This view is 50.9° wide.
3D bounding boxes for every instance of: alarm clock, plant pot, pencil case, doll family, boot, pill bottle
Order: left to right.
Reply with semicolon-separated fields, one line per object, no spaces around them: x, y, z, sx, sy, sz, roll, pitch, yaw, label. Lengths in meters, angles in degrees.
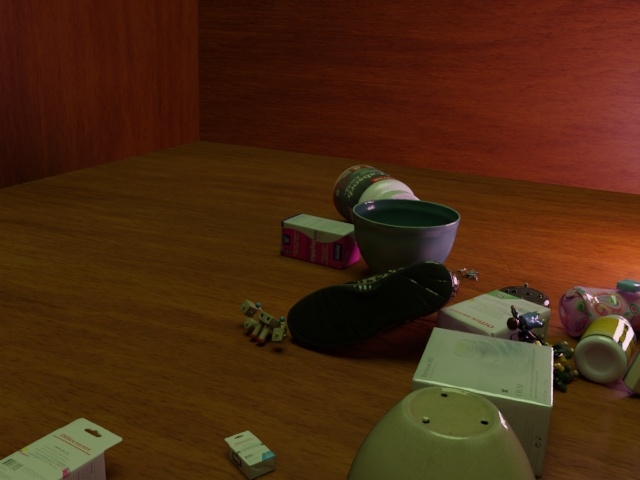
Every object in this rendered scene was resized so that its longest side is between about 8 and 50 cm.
0.194;-0.119;2.256;0.210;0.210;0.363;-4;19;-19;pill bottle
0.138;0.141;1.536;0.378;0.138;0.284;-23;-9;17;boot
0.231;0.013;1.873;0.293;0.196;0.293;2;17;-1;plant pot
0.172;0.318;0.931;0.284;0.190;0.284;2;19;-1;plant pot
0.500;0.163;1.670;0.130;0.064;0.192;9;22;18;alarm clock
0.447;0.216;1.376;0.111;0.076;0.193;-5;41;-39;doll family
0.608;0.221;1.428;0.103;0.103;0.184;13;21;30;pill bottle
0.715;0.161;1.600;0.284;0.124;0.124;-3;19;-15;pencil case

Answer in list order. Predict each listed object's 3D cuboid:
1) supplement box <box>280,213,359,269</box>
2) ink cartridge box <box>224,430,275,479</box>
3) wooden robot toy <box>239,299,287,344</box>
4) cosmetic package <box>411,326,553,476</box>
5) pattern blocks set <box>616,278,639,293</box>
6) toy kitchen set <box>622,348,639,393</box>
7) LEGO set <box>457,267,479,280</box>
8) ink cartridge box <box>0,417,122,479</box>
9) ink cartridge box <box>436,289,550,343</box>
0.000;0.000;2.020;0.220;0.111;0.114;12;20;28;supplement box
-0.114;0.342;1.076;0.048;0.028;0.083;-10;22;-35;ink cartridge box
-0.114;0.197;1.510;0.173;0.076;0.079;22;-9;47;wooden robot toy
0.284;0.270;1.182;0.225;0.138;0.224;7;18;17;cosmetic package
0.842;0.130;1.473;0.286;0.026;0.325;-6;16;-25;pattern blocks set
0.720;0.252;1.390;0.207;0.122;0.166;21;15;-8;toy kitchen set
0.426;0.091;1.936;0.054;0.023;0.083;-12;23;-38;LEGO set
-0.391;0.341;0.988;0.104;0.061;0.181;14;22;31;ink cartridge box
0.384;0.193;1.504;0.213;0.093;0.154;-11;21;-38;ink cartridge box
